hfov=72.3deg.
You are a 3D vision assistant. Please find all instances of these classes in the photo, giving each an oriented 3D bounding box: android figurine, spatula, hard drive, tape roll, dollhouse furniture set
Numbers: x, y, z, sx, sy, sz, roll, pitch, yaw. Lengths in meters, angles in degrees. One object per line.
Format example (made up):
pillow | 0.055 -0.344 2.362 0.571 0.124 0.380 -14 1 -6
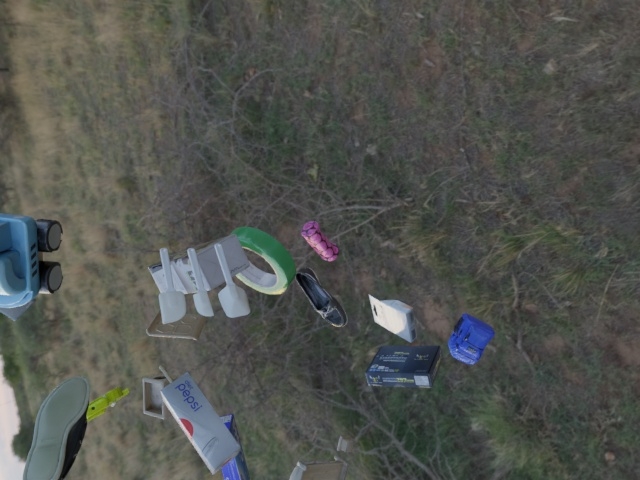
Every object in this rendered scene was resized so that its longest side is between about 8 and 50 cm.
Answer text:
android figurine | -0.940 0.702 1.838 0.056 0.272 0.248 58 141 8
spatula | -0.250 0.081 0.911 0.242 0.168 0.019 -124 34 -50
hard drive | -1.091 0.205 1.534 0.135 0.094 0.022 48 161 -26
tape roll | -0.255 0.087 1.795 0.321 0.077 0.321 20 140 18
dollhouse furniture set | -0.094 0.766 1.374 0.173 0.303 0.356 9 80 48

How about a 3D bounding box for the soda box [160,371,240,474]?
soda box | -0.365 0.549 1.324 0.286 0.098 0.091 47 145 19

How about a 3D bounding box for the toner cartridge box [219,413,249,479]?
toner cartridge box | -0.409 1.009 2.031 0.165 0.075 0.348 -107 5 -81

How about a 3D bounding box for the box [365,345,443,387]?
box | 0.297 0.440 1.545 0.232 0.183 0.059 -8 104 30

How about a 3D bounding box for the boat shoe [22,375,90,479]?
boat shoe | -0.748 0.564 1.270 0.340 0.127 0.113 -109 23 -49

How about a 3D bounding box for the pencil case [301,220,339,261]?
pencil case | 0.000 0.000 1.926 0.095 0.098 0.209 4 147 37

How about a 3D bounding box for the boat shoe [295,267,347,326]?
boat shoe | -0.007 0.271 2.036 0.112 0.095 0.335 -43 75 21

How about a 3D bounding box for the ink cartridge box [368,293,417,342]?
ink cartridge box | 0.260 0.269 1.573 0.179 0.045 0.145 27 141 47

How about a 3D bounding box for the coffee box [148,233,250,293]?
coffee box | -0.393 0.084 1.403 0.297 0.168 0.119 -13 104 42

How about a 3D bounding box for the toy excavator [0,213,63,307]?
toy excavator | -0.934 0.021 1.210 0.445 0.222 0.433 -103 19 -73

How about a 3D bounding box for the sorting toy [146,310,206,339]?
sorting toy | -0.607 0.364 1.859 0.193 0.208 0.038 -98 18 -72

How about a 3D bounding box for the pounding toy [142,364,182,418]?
pounding toy | -0.527 0.522 1.545 0.206 0.094 0.181 -5 86 36

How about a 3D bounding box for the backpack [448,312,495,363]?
backpack | 0.412 0.280 1.220 0.098 0.101 0.120 30 104 9
